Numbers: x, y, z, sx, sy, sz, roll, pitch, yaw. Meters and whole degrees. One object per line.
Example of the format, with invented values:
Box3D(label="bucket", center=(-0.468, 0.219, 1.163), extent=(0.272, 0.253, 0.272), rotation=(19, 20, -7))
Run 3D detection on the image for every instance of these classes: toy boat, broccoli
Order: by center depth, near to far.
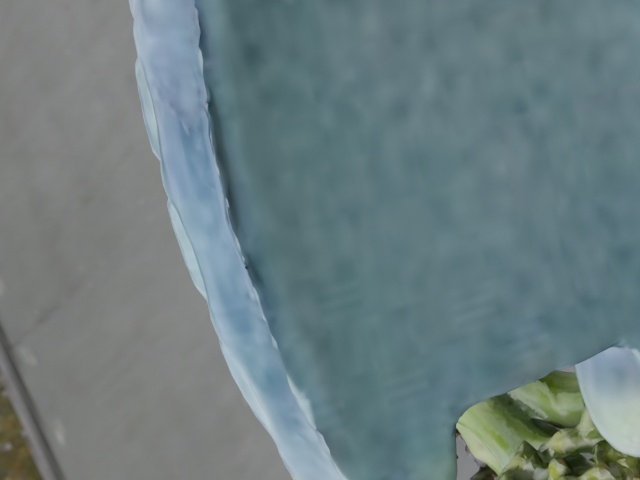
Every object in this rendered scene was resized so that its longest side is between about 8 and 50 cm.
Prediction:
Box3D(label="toy boat", center=(0.029, -0.056, 0.585), extent=(0.123, 0.215, 0.330), rotation=(1, 110, 65))
Box3D(label="broccoli", center=(0.160, 0.099, 0.866), extent=(0.273, 0.242, 0.180), rotation=(40, 160, 18))
